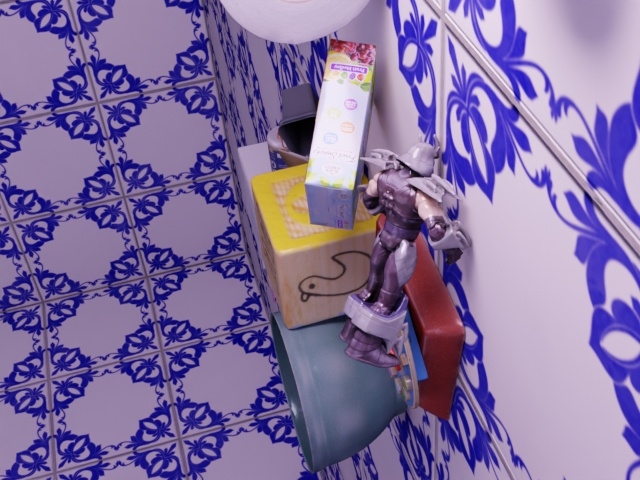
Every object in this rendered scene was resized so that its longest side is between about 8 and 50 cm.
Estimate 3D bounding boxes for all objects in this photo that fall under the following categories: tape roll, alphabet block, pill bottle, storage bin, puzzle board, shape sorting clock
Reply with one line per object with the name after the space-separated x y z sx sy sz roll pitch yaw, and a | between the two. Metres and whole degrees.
-0.034 -0.353 1.085 0.072 0.219 0.219 -116 15 -55 | tape roll
0.000 0.000 1.520 0.197 0.192 0.193 84 166 -47 | alphabet block
-0.059 -0.158 1.937 0.094 0.094 0.169 -116 15 -54 | pill bottle
-0.031 -0.215 1.637 0.135 0.098 0.091 56 -157 -57 | storage bin
-0.011 -0.125 1.643 0.128 0.011 0.096 22 162 30 | puzzle board
0.101 0.137 1.271 0.206 0.040 0.206 167 90 -81 | shape sorting clock

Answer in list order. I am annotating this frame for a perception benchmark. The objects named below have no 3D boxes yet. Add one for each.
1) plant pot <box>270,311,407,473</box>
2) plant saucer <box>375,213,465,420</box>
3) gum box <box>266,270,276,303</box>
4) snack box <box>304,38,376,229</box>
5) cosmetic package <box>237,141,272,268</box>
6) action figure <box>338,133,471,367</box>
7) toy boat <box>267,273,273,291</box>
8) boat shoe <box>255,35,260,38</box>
0.040 0.249 1.616 0.293 0.196 0.293 167 90 -81 | plant pot
0.131 0.102 1.316 0.259 0.048 0.258 87 166 -52 | plant saucer
-0.054 0.060 2.028 0.188 0.062 0.107 -39 -57 -58 | gum box
0.029 -0.138 1.222 0.174 0.070 0.207 83 -163 -74 | snack box
-0.107 -0.091 2.197 0.224 0.138 0.224 92 160 -61 | cosmetic package
0.095 0.005 1.098 0.185 0.099 0.285 44 122 60 | action figure
-0.006 0.076 1.872 0.231 0.151 0.151 48 -120 -53 | toy boat
-0.041 -0.399 1.590 0.183 0.083 0.065 5 112 52 | boat shoe
